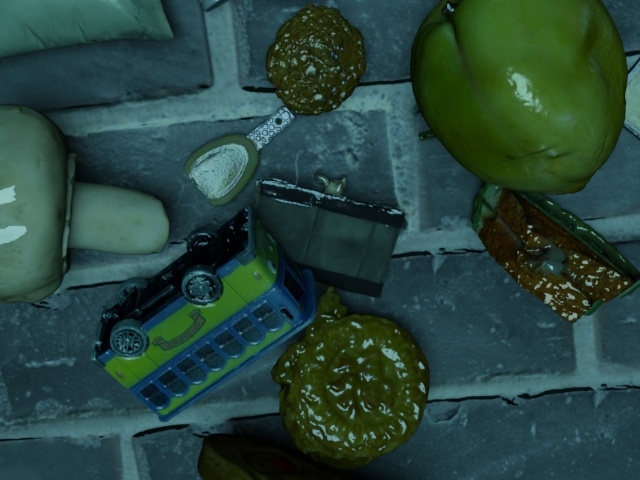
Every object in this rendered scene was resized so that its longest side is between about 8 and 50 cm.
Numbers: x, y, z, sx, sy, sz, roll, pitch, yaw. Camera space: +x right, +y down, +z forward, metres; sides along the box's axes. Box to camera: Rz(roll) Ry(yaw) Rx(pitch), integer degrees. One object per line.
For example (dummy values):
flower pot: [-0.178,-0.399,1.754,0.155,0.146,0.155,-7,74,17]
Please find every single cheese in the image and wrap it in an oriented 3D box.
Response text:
cheese: [-0.120,-0.141,1.521,0.192,0.037,0.097,-39,98,9]

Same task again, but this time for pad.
pad: [0.000,0.000,1.523,0.233,0.022,0.174,14,121,0]

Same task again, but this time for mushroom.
mushroom: [-0.401,-0.051,1.462,0.336,0.314,0.314,4,103,-24]

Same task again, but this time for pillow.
pillow: [-0.388,-0.429,1.439,0.310,0.119,0.312,-6,101,1]

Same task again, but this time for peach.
peach: [0.272,-0.223,1.353,0.282,0.314,0.316,-23,129,41]

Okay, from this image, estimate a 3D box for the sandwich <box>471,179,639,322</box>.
sandwich: [0.343,0.026,1.449,0.292,0.212,0.109,28,117,-15]

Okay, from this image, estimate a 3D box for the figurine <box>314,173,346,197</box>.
figurine: [0.014,-0.063,1.528,0.051,0.047,0.083,9,109,17]

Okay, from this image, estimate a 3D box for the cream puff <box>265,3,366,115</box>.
cream puff: [-0.008,-0.267,1.448,0.150,0.115,0.165,-2,100,0]

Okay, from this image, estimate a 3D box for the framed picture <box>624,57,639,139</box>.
framed picture: [0.633,-0.197,1.471,0.339,0.014,0.255,38,101,-4]

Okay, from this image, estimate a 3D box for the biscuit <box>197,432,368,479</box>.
biscuit: [0.006,0.384,1.463,0.395,0.350,0.070,22,88,-7]

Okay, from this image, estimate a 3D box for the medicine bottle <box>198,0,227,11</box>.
medicine bottle: [-0.172,-0.396,1.462,0.058,0.058,0.091,-30,98,9]

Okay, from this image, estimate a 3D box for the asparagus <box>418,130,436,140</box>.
asparagus: [0.208,-0.168,1.504,0.114,0.014,0.015,-9,79,6]

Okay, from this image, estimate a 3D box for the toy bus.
toy bus: [-0.177,0.111,1.484,0.312,0.152,0.190,-36,115,15]

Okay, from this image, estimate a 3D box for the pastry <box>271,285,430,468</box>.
pastry: [0.041,0.230,1.516,0.235,0.132,0.240,31,71,0]
